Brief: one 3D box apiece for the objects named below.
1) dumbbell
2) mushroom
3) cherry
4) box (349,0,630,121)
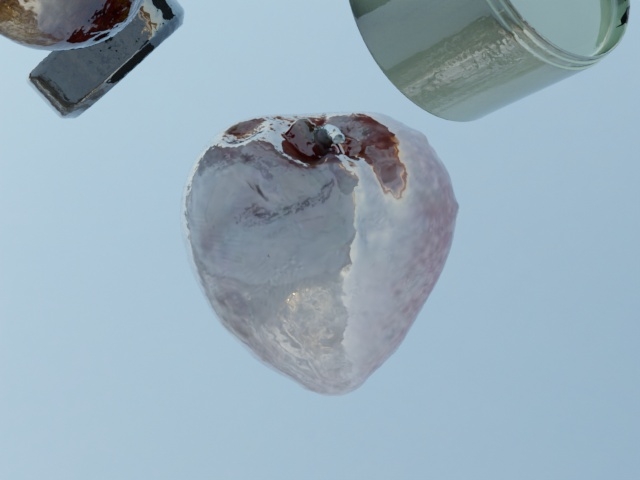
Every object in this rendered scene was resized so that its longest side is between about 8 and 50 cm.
[{"bbox_3d":[-0.332,-0.318,1.289,0.203,0.322,0.204,-38,-165,12],"label":"dumbbell"},{"bbox_3d":[-0.221,-0.272,0.955,0.138,0.194,0.231,-35,-141,43],"label":"mushroom"},{"bbox_3d":[-0.013,0.000,1.301,0.335,0.326,0.291,-64,-152,16],"label":"cherry"},{"bbox_3d":[0.154,-0.239,1.009,0.149,0.226,0.226,-23,-125,46],"label":"box"}]
